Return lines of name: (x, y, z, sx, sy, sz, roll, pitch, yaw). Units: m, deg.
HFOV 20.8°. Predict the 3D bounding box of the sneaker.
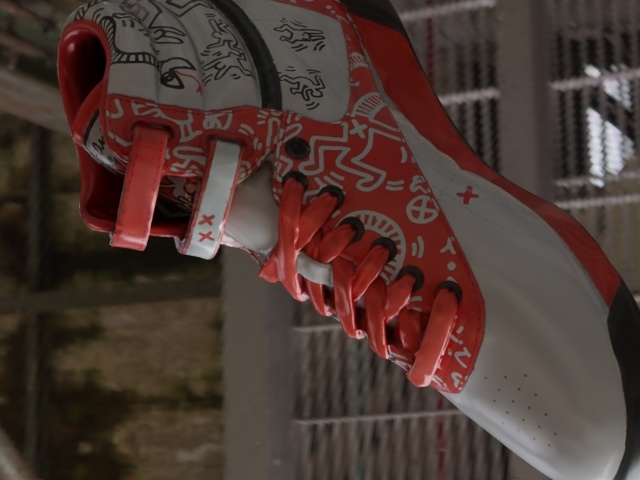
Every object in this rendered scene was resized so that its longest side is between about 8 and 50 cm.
sneaker: (-0.001, 0.000, 0.636, 0.270, 0.145, 0.090, 57, -35, 33)
